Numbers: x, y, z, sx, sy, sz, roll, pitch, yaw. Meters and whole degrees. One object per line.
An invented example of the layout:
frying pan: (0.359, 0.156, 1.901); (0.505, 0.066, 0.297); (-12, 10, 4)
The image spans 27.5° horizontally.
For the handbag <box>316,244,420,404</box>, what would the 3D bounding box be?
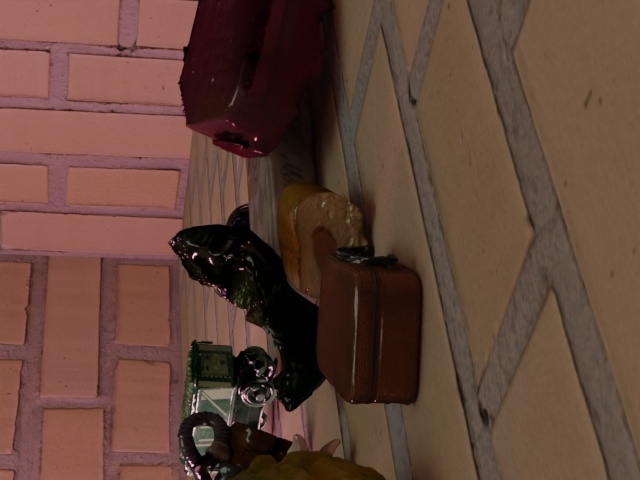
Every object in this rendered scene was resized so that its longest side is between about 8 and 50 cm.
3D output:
handbag: (0.047, 0.082, 1.324); (0.193, 0.072, 0.151); (-134, 47, -78)

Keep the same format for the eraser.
eraser: (-0.057, -0.078, 1.886); (0.213, 0.082, 0.397); (109, 160, -53)

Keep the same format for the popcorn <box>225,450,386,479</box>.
popcorn: (-0.013, 0.317, 1.207); (0.225, 0.249, 0.249); (51, -157, -43)

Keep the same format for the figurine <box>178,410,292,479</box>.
figurine: (-0.122, 0.444, 1.756); (0.382, 0.261, 0.186); (-68, 14, -13)

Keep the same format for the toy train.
toy train: (-0.151, 0.274, 2.139); (0.115, 0.154, 0.269); (-96, 13, -48)

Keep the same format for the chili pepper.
chili pepper: (-0.071, 0.071, 1.644); (0.116, 0.264, 0.148); (-42, -4, 20)

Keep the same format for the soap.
soap: (-0.091, -0.266, 1.776); (0.220, 0.127, 0.325); (-15, 62, 57)

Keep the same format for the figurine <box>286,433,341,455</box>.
figurine: (-0.031, 0.345, 1.560); (0.235, 0.127, 0.155); (108, 180, -47)

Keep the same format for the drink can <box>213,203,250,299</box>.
drink can: (-0.128, 0.025, 2.223); (0.235, 0.097, 0.097); (114, 156, -64)

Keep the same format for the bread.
bread: (0.002, -0.001, 1.537); (0.173, 0.085, 0.134); (-135, 39, -76)
